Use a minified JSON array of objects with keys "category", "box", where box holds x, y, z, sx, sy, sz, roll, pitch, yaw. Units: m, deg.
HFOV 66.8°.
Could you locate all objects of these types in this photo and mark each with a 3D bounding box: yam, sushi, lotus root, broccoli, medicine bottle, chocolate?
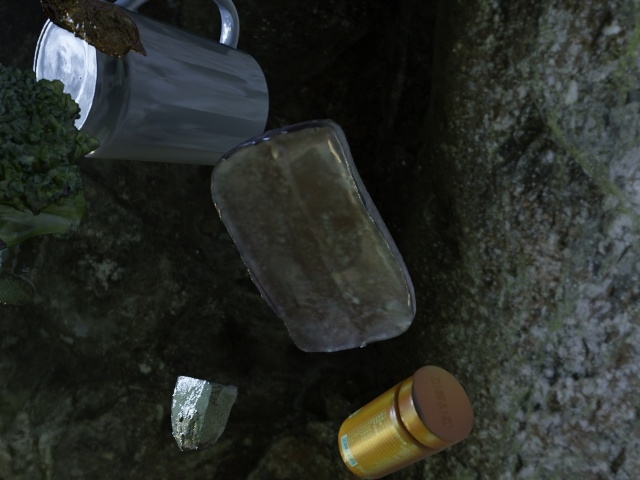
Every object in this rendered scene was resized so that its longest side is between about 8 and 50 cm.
[{"category":"yam","box":[-0.439,0.014,0.716,0.069,0.169,0.068,-7,-47,-7]},{"category":"sushi","box":[-0.259,-0.248,0.563,0.118,0.060,0.061,12,-52,-12]},{"category":"lotus root","box":[-0.245,0.338,0.955,0.143,0.144,0.070,-10,-32,29]},{"category":"broccoli","box":[-0.388,-0.071,0.530,0.288,0.260,0.235,-3,-67,11]},{"category":"medicine bottle","box":[0.106,0.251,0.654,0.096,0.096,0.192,6,-38,-28]},{"category":"chocolate","box":[0.000,0.000,0.604,0.185,0.100,0.303,-18,-68,20]}]

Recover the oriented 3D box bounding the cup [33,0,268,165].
[{"category":"cup","box":[-0.271,-0.292,0.832,0.327,0.237,0.322,-4,-64,-53]}]
